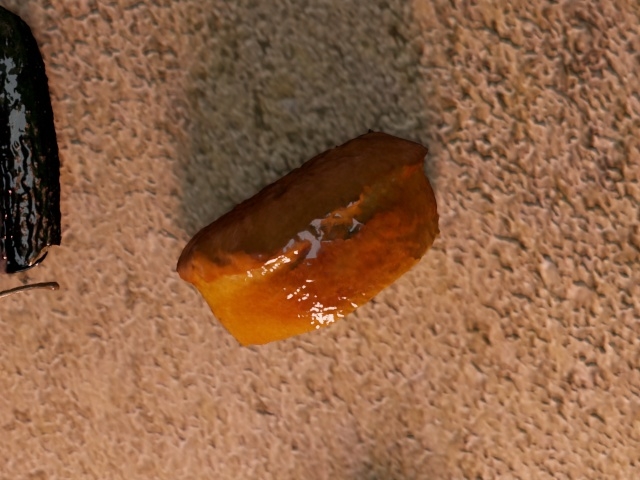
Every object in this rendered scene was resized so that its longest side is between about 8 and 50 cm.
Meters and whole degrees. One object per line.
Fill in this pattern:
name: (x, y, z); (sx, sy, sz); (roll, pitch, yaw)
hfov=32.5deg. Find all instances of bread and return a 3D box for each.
bread: (-0.005, 0.004, 0.979); (0.260, 0.134, 0.129); (-31, 99, 6)

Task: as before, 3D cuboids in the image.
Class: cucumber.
cucumber: (-0.273, -0.093, 1.003); (0.067, 0.067, 0.245); (-1, 99, 1)

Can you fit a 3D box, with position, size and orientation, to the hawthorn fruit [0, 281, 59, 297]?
hawthorn fruit: (-0.380, 0.100, 1.004); (0.285, 0.165, 0.165); (-40, 97, -3)
